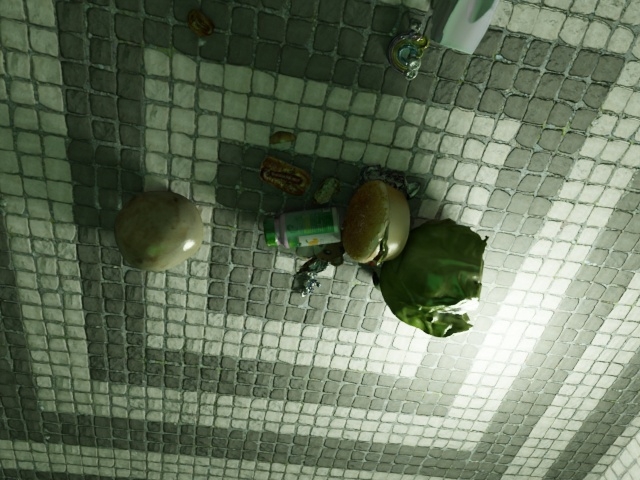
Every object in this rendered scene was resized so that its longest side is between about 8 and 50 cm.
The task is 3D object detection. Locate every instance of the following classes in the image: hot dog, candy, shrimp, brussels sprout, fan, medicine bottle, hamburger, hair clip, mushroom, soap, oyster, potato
[{"bbox_3d":[-0.356,-0.640,1.296,0.083,0.035,0.058,33,110,-19],"label":"hot dog"},{"bbox_3d":[0.250,-0.210,1.565,0.226,0.051,0.094,17,129,-9],"label":"candy"},{"bbox_3d":[-0.015,0.089,1.699,0.232,0.090,0.079,-30,139,-1],"label":"shrimp"},{"bbox_3d":[0.401,0.131,1.608,0.360,0.342,0.426,7,116,13],"label":"brussels sprout"},{"bbox_3d":[0.000,0.000,1.664,0.226,0.008,0.153,19,88,3],"label":"fan"},{"bbox_3d":[-0.066,-0.044,1.599,0.273,0.133,0.134,-6,120,2],"label":"medicine bottle"},{"bbox_3d":[0.180,-0.060,1.509,0.170,0.302,0.302,5,121,-20],"label":"hamburger"},{"bbox_3d":[0.266,-0.587,1.350,0.116,0.049,0.172,19,127,2],"label":"hair clip"},{"bbox_3d":[-0.125,-0.223,1.538,0.191,0.059,0.108,23,112,-13],"label":"hot dog"},{"bbox_3d":[-0.558,-0.023,1.551,0.297,0.298,0.290,4,157,-4],"label":"mushroom"},{"bbox_3d":[0.419,-0.705,1.188,0.114,0.208,0.347,14,118,-10],"label":"soap"},{"bbox_3d":[0.013,-0.180,1.583,0.132,0.029,0.086,-22,113,14],"label":"oyster"},{"bbox_3d":[-0.130,-0.348,1.475,0.093,0.037,0.036,-8,116,3],"label":"potato"}]

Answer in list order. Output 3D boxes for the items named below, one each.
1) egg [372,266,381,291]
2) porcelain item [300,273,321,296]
[{"bbox_3d":[0.248,0.155,1.752,0.085,0.085,0.110,-22,116,11],"label":"egg"},{"bbox_3d":[-0.032,0.177,1.793,0.075,0.021,0.136,9,120,-12],"label":"porcelain item"}]
